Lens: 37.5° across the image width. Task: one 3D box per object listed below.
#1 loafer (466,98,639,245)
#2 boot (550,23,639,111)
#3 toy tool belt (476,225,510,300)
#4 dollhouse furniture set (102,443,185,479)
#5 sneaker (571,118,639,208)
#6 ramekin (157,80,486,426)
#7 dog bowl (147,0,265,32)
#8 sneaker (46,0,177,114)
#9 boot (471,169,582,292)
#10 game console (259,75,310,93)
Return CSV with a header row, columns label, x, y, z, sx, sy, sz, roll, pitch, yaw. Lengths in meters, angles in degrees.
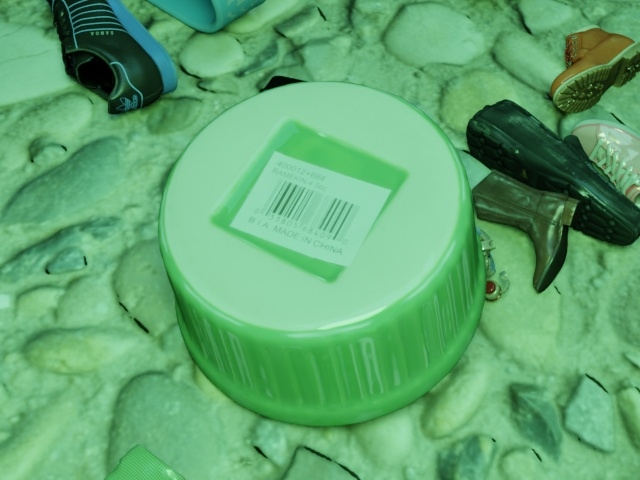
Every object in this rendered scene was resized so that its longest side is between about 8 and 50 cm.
label,x,y,z,sx,sy,sz,roll,pitch,yaw
loafer,0.257,-0.080,1.007,0.078,0.076,0.223,-40,63,-18
boot,0.309,-0.207,1.115,0.158,0.059,0.084,-31,59,-32
toy tool belt,0.153,0.018,0.943,0.052,0.051,0.083,-28,56,14
dollhouse furniture set,-0.124,0.226,0.777,0.151,0.059,0.076,31,58,16
sneaker,0.330,-0.081,1.028,0.134,0.051,0.070,29,53,10
ramekin,0.000,0.000,0.857,0.303,0.148,0.304,-3,58,6
dog bowl,-0.198,-0.351,1.116,0.297,0.166,0.074,33,70,17
sneaker,-0.265,-0.233,1.071,0.090,0.081,0.232,-33,65,-32
boot,0.202,-0.012,0.979,0.114,0.037,0.107,22,88,31
game console,-0.010,-0.133,1.063,0.122,0.071,0.107,13,85,5
